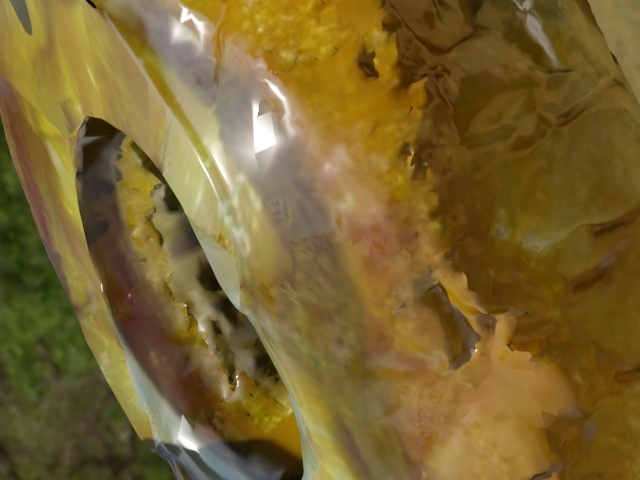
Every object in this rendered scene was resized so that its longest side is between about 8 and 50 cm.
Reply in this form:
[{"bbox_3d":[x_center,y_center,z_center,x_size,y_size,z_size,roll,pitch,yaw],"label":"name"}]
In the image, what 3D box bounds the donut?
[{"bbox_3d":[0.000,0.000,0.682,0.330,0.160,0.330,34,139,36],"label":"donut"}]
